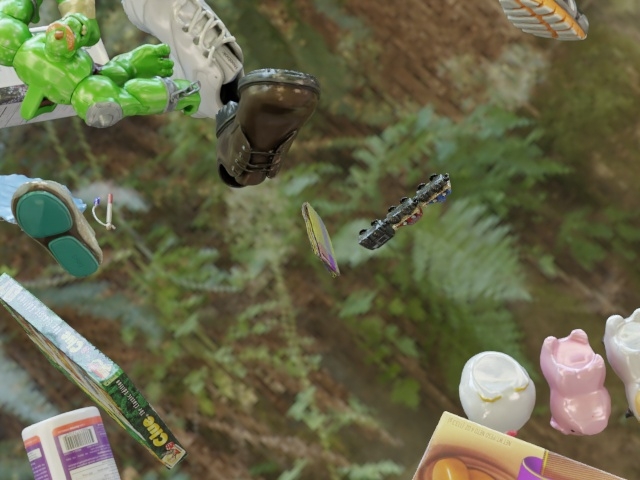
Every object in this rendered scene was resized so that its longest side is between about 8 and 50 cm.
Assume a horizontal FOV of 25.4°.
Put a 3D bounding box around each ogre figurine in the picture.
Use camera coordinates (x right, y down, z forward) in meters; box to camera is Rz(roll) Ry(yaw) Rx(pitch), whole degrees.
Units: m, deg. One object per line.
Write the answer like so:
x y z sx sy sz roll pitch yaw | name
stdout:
-0.207 -0.154 1.210 0.097 0.197 0.118 -39 5 35 | ogre figurine

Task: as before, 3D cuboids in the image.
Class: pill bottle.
-0.321 0.329 1.896 0.108 0.193 0.108 -18 -8 -3 | pill bottle

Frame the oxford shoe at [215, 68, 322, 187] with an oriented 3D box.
-0.051 -0.104 1.398 0.227 0.083 0.096 135 141 -69 | oxford shoe

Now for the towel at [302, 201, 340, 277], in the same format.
0.000 0.000 1.399 0.009 0.060 0.083 -19 -20 8 | towel

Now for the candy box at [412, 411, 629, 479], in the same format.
0.149 0.202 0.957 0.109 0.186 0.053 -61 -23 -25 | candy box

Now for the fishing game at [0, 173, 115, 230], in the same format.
-0.419 -0.050 1.982 0.189 0.264 0.041 -112 33 -68 | fishing game

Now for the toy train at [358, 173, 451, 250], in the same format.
0.113 -0.035 1.834 0.158 0.036 0.027 -38 36 29 | toy train

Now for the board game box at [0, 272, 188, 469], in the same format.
-0.236 0.127 1.422 0.030 0.259 0.136 -45 -51 -14 | board game box

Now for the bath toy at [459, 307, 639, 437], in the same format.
0.354 0.195 1.872 0.348 0.151 0.129 -12 -42 -7 | bath toy

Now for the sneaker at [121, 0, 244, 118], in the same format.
-0.163 -0.275 1.889 0.111 0.129 0.297 -48 -43 -19 | sneaker

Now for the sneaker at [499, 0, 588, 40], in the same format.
0.230 -0.289 1.543 0.084 0.215 0.083 10 70 49 | sneaker

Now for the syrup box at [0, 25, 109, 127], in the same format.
-0.386 -0.203 1.780 0.237 0.093 0.096 -15 -14 -34 | syrup box

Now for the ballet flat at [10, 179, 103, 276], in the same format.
-0.252 -0.022 1.339 0.057 0.052 0.168 -14 -31 2 | ballet flat
